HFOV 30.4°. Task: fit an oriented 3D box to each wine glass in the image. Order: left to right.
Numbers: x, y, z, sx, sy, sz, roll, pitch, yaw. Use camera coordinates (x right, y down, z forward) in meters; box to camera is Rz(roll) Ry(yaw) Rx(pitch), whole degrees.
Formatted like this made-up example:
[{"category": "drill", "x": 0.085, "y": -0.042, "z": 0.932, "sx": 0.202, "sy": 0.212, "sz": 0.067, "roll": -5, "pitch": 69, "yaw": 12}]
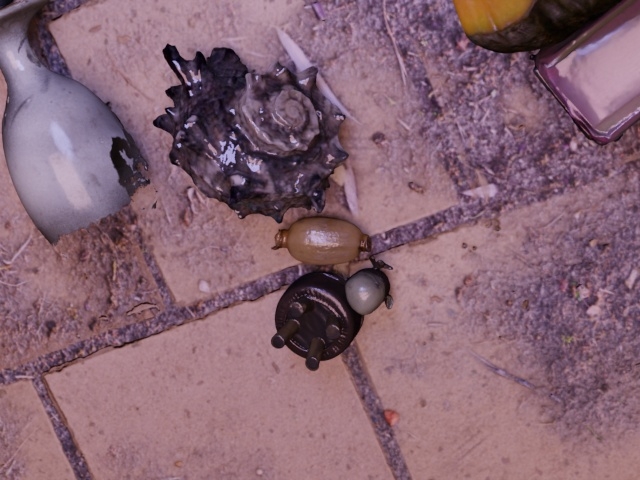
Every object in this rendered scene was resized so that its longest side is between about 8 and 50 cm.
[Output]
[{"category": "wine glass", "x": -0.384, "y": -0.169, "z": 1.685, "sx": 0.190, "sy": 0.190, "sz": 0.357, "roll": -26, "pitch": 99, "yaw": 15}]

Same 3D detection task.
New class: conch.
[{"category": "conch", "x": -0.096, "y": -0.161, "z": 1.654, "sx": 0.313, "sy": 0.186, "sz": 0.241, "roll": 33, "pitch": 82, "yaw": 17}]

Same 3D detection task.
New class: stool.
[{"category": "stool", "x": 0.017, "y": 0.106, "z": 1.740, "sx": 0.217, "sy": 0.121, "sz": 0.125, "roll": -27, "pitch": 99, "yaw": 20}]

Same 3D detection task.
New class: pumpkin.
[{"category": "pumpkin", "x": 0.275, "y": -0.387, "z": 1.461, "sx": 0.225, "sy": 0.303, "sz": 0.256, "roll": -20, "pitch": 120, "yaw": 31}]

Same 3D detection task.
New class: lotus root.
[{"category": "lotus root", "x": 0.000, "y": 0.000, "z": 1.737, "sx": 0.150, "sy": 0.062, "sz": 0.073, "roll": 2, "pitch": 106, "yaw": 7}]

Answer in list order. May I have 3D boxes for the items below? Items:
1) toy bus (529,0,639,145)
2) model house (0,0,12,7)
[{"category": "toy bus", "x": 0.468, "y": -0.287, "z": 1.529, "sx": 0.386, "sy": 0.162, "sz": 0.171, "roll": -40, "pitch": 96, "yaw": 17}, {"category": "model house", "x": -0.565, "y": -0.427, "z": 1.584, "sx": 0.271, "sy": 0.301, "sz": 0.190, "roll": 21, "pitch": 101, "yaw": 3}]
